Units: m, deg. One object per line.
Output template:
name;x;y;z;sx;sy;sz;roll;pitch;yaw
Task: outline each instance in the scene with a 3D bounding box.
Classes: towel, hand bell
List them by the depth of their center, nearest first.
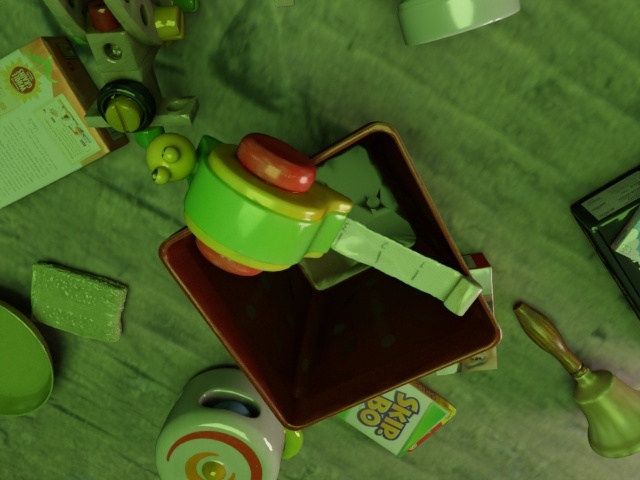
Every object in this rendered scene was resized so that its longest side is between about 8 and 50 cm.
hand bell;0.373;0.183;0.781;0.126;0.126;0.242;-42;91;18
towel;-0.374;0.095;0.819;0.148;0.027;0.110;16;111;-1

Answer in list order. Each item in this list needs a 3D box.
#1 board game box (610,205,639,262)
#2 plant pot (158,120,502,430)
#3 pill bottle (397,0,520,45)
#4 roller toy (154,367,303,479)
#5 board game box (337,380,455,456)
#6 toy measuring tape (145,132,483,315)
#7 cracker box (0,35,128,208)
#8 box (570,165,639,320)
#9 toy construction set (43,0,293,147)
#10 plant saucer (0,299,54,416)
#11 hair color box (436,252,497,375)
board game box;0.415;-0.009;0.633;0.090;0.020;0.090;24;113;-2
plant pot;0.018;0.015;0.649;0.267;0.236;0.267;-27;107;13
pill bottle;0.108;-0.363;0.527;0.169;0.169;0.301;-15;110;9
roller toy;-0.153;0.314;0.827;0.209;0.146;0.191;-29;107;15
board game box;0.085;0.248;0.848;0.259;0.039;0.124;36;110;-13
toy measuring tape;0.000;0.000;0.456;0.330;0.121;0.121;27;111;-8
cracker box;-0.400;-0.144;0.703;0.232;0.067;0.156;-23;108;11
box;0.582;-0.017;0.674;0.395;0.097;0.318;-33;108;17
toy construction set;-0.169;-0.250;0.597;0.309;0.257;0.237;-20;130;-12
plant saucer;-0.526;0.175;0.844;0.241;0.037;0.241;4;115;9
hair color box;0.202;0.109;0.773;0.093;0.053;0.167;-9;112;6
